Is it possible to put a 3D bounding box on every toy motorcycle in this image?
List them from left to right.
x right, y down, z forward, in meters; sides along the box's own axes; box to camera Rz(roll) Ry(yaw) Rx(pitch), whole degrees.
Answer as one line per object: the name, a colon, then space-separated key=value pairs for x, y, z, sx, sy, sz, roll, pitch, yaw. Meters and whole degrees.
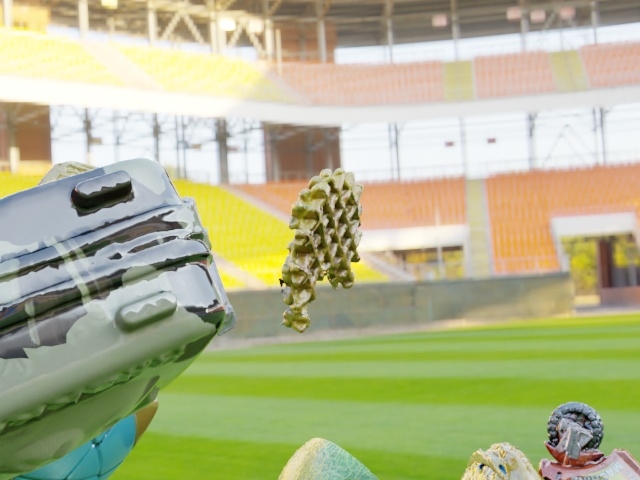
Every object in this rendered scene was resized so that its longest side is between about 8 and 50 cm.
toy motorcycle: x=0.422 y=0.384 z=1.541 sx=0.171 sy=0.298 sz=0.089 roll=-43 pitch=-18 yaw=4

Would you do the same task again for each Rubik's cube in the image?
Rubik's cube: x=-0.314 y=0.267 z=1.336 sx=0.255 sy=0.254 sz=0.254 roll=-3 pitch=-3 yaw=0

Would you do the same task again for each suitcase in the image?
suitcase: x=-0.262 y=0.099 z=0.859 sx=0.352 sy=0.194 sz=0.339 roll=-21 pitch=-11 yaw=-26

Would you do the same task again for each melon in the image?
melon: x=0.026 y=0.414 z=1.642 sx=0.124 sy=0.196 sz=0.323 roll=25 pitch=-18 yaw=-20

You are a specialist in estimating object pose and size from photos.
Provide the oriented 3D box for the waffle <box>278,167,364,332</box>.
waffle: x=0.000 y=0.000 z=1.826 sx=0.069 sy=0.259 sz=0.293 roll=10 pitch=19 yaw=19

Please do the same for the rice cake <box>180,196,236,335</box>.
rice cake: x=-0.210 y=0.040 z=1.866 sx=0.055 sy=0.269 sz=0.049 roll=-22 pitch=-21 yaw=0

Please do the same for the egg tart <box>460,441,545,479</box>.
egg tart: x=0.277 y=0.493 z=1.555 sx=0.169 sy=0.387 sz=0.388 roll=-16 pitch=-1 yaw=-9

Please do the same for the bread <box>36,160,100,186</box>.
bread: x=-0.351 y=-0.009 z=1.494 sx=0.119 sy=0.152 sz=0.288 roll=31 pitch=-21 yaw=-1
